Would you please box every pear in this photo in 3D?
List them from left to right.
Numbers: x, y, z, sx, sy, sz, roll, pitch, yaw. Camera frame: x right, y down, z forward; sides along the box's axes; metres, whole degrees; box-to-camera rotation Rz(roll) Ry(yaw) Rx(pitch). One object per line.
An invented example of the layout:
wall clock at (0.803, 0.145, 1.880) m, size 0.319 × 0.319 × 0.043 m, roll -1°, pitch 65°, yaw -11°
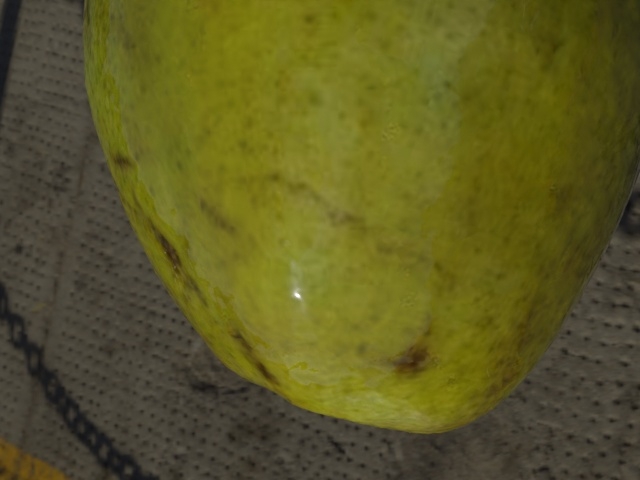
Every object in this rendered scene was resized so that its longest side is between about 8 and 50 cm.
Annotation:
pear at (0.028, -0.081, 0.447) m, size 0.253 × 0.253 × 0.307 m, roll 8°, pitch 94°, yaw 35°
